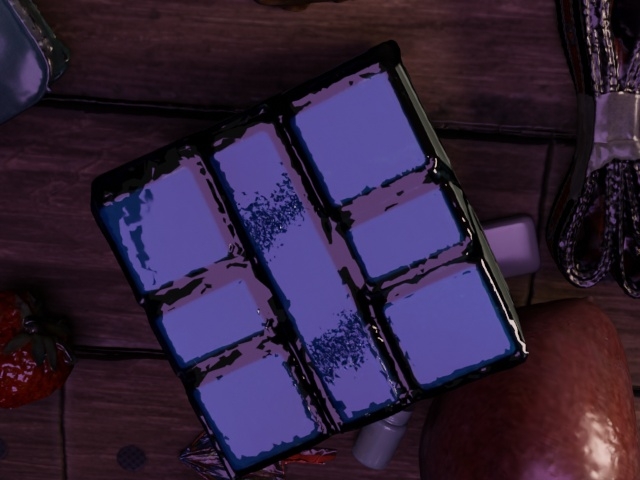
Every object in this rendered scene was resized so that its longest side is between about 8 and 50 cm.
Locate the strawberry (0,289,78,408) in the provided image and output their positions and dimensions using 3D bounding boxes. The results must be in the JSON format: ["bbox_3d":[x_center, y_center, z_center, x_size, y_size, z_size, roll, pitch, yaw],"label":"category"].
[{"bbox_3d":[-0.344,0.123,1.083,0.148,0.131,0.131,-27,107,3],"label":"strawberry"}]

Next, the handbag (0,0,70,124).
[{"bbox_3d":[-0.419,-0.211,0.979,0.274,0.100,0.269,-30,110,13],"label":"handbag"}]

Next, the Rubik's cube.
[{"bbox_3d":[0.000,0.000,0.921,0.283,0.293,0.288,-26,96,8],"label":"Rubik's cube"}]

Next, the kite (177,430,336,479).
[{"bbox_3d":[-0.075,0.260,1.183,0.189,0.009,0.232,-2,111,1],"label":"kite"}]

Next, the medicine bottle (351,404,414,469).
[{"bbox_3d":[0.072,0.216,1.142,0.047,0.047,0.083,23,108,-7],"label":"medicine bottle"}]

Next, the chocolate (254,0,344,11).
[{"bbox_3d":[-0.011,-0.317,0.926,0.148,0.093,0.214,-5,110,5],"label":"chocolate"}]

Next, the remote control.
[{"bbox_3d":[0.106,0.027,1.084,0.261,0.029,0.067,-12,104,4],"label":"remote control"}]

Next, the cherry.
[{"bbox_3d":[0.217,0.200,1.024,0.221,0.261,0.307,15,93,-4],"label":"cherry"}]

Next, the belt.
[{"bbox_3d":[0.284,-0.121,0.988,0.126,0.094,0.360,-5,109,5],"label":"belt"}]
